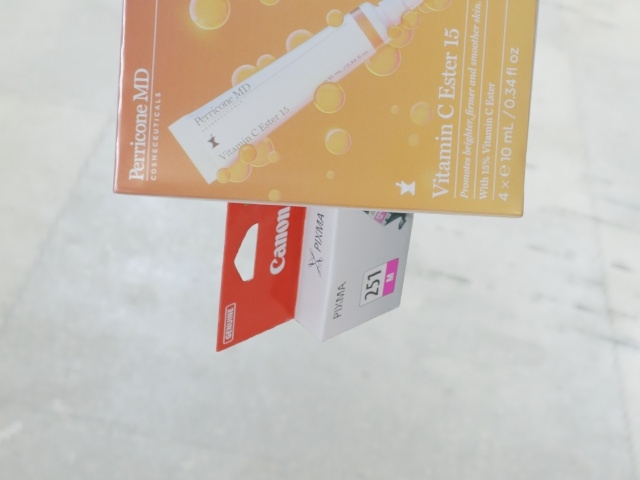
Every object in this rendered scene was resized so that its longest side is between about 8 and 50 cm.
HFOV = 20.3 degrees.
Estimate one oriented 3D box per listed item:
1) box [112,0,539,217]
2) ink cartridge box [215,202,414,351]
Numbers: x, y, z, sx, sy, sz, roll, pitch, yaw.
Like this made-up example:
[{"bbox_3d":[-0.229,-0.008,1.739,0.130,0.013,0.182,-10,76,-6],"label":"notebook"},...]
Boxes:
[{"bbox_3d":[0.001,-0.138,1.543,0.345,0.215,0.168,3,5,-3],"label":"box"},{"bbox_3d":[0.000,0.000,2.041,0.239,0.275,0.060,-24,47,-33],"label":"ink cartridge box"}]
